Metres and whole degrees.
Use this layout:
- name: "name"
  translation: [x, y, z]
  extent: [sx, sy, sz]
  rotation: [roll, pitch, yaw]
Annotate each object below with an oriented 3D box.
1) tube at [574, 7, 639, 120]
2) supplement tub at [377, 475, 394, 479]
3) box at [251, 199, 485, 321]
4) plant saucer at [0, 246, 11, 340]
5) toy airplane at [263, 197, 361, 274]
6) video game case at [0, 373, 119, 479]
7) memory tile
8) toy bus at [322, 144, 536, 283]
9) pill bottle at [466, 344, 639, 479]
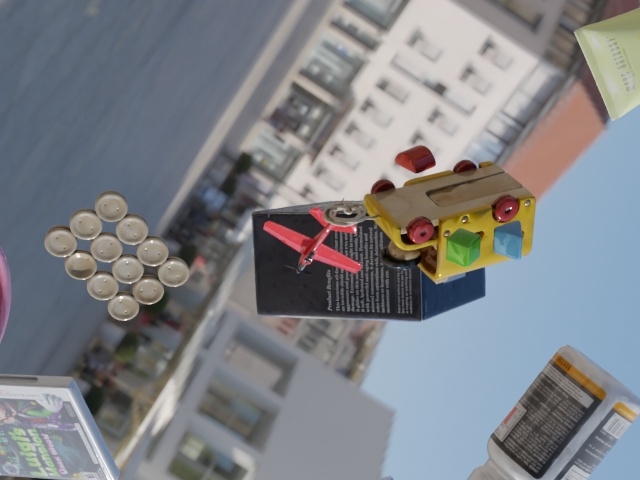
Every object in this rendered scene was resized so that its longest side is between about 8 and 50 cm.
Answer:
- name: "tube"
  translation: [0.357, -0.199, 1.149]
  extent: [0.240, 0.070, 0.062]
  rotation: [-25, 154, 5]
- name: "supplement tub"
  translation: [0.039, 0.400, 1.136]
  extent: [0.235, 0.325, 0.235]
  rotation: [-23, 170, -4]
- name: "box"
  translation: [0.086, 0.027, 2.081]
  extent: [0.296, 0.294, 0.183]
  rotation: [-11, 100, -62]
- name: "plant saucer"
  translation: [-0.683, 0.114, 2.218]
  extent: [0.332, 0.084, 0.332]
  rotation: [-24, 117, -57]
- name: "toy airplane"
  translation: [0.000, 0.000, 1.737]
  extent: [0.151, 0.151, 0.028]
  rotation: [-53, -165, 40]
- name: "video game case"
  translation: [-0.360, 0.236, 1.591]
  extent: [0.022, 0.173, 0.190]
  rotation: [-72, 156, -44]
- name: "memory tile"
  translation: [-0.234, 0.019, 1.462]
  extent: [0.113, 0.148, 0.012]
  rotation: [-35, -154, 11]
- name: "toy bus"
  translation: [0.126, -0.009, 1.341]
  extent: [0.191, 0.202, 0.104]
  rotation: [-53, 148, -52]
- name: "pill bottle"
  translation: [0.362, 0.315, 1.995]
  extent: [0.278, 0.162, 0.162]
  rotation: [-52, -174, 5]
